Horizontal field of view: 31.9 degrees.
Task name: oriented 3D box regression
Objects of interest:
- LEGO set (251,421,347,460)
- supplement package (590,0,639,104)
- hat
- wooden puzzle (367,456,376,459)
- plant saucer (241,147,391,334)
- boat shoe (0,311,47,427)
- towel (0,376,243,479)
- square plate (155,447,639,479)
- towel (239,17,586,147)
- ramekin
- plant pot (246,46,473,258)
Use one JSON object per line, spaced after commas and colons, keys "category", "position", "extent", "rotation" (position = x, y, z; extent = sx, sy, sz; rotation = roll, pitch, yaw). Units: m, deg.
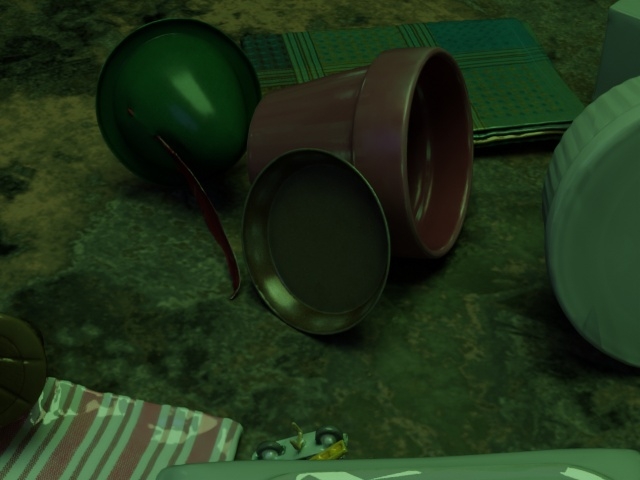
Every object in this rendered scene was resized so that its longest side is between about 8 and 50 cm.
{"category": "LEGO set", "position": [0.000, 0.258, 0.761], "extent": [0.132, 0.107, 0.287], "rotation": [-20, 35, 29]}
{"category": "supplement package", "position": [0.450, -0.240, 1.337], "extent": [0.133, 0.139, 0.244], "rotation": [29, 47, 30]}
{"category": "hat", "position": [-0.107, -0.101, 1.088], "extent": [0.173, 0.208, 0.183], "rotation": [-40, 30, -3]}
{"category": "wooden puzzle", "position": [0.065, 0.204, 0.822], "extent": [0.014, 0.078, 0.116], "rotation": [-32, 58, 3]}
{"category": "plant saucer", "position": [0.000, 0.000, 1.010], "extent": [0.168, 0.169, 0.029], "rotation": [31, 26, 31]}
{"category": "boat shoe", "position": [-0.384, 0.128, 0.883], "extent": [0.341, 0.123, 0.123], "rotation": [-19, 11, -8]}
{"category": "towel", "position": [-0.174, 0.176, 0.880], "extent": [0.197, 0.029, 0.144], "rotation": [11, 41, 10]}
{"category": "square plate", "position": [0.085, 0.244, 0.618], "extent": [0.343, 0.049, 0.347], "rotation": [1, 38, -10]}
{"category": "towel", "position": [0.101, -0.182, 1.331], "extent": [0.370, 0.040, 0.271], "rotation": [-6, 39, -7]}
{"category": "ramekin", "position": [0.320, -0.027, 0.981], "extent": [0.272, 0.273, 0.127], "rotation": [0, 27, -3]}
{"category": "plant pot", "position": [0.036, -0.085, 1.100], "extent": [0.180, 0.201, 0.201], "rotation": [2, 36, 26]}
